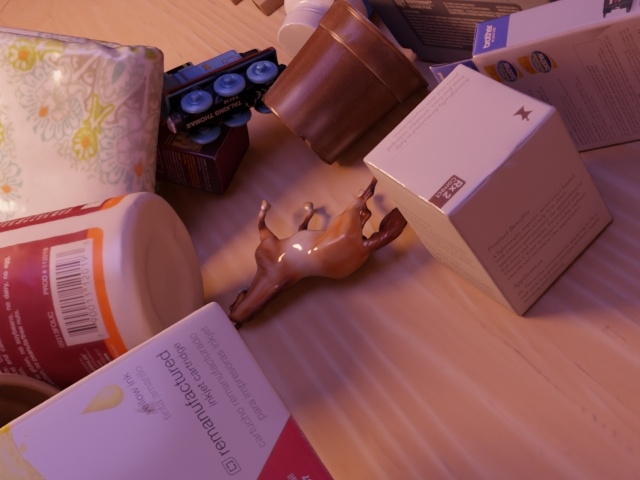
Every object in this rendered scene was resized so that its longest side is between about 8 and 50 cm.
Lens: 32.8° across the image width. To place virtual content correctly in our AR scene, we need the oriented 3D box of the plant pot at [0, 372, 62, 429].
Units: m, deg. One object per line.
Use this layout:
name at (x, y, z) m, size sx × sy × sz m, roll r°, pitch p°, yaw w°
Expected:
plant pot at (-0.389, 0.305, 1.206) m, size 0.229 × 0.263 × 0.263 m, roll -29°, pitch 39°, yaw 38°

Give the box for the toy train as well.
toy train at (-0.131, -0.202, 1.452) m, size 0.184 × 0.080 × 0.105 m, roll -27°, pitch 50°, yaw -16°

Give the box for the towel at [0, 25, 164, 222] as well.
towel at (-0.390, -0.120, 1.467) m, size 0.374 × 0.321 × 0.090 m, roll 11°, pitch 17°, yaw 19°

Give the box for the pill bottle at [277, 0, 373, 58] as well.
pill bottle at (0.022, -0.358, 1.559) m, size 0.124 × 0.124 × 0.222 m, roll 0°, pitch 55°, yaw 37°

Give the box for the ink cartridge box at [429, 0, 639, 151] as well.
ink cartridge box at (0.293, -0.177, 1.147) m, size 0.311 × 0.186 × 0.065 m, roll -12°, pitch 50°, yaw 29°

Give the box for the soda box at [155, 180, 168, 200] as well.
soda box at (-0.260, -0.080, 1.568) m, size 0.058 × 0.061 × 0.181 m, roll -15°, pitch 46°, yaw 25°

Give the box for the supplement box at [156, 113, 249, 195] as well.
supplement box at (-0.205, -0.143, 1.511) m, size 0.188 × 0.081 × 0.104 m, roll 14°, pitch 55°, yaw 15°

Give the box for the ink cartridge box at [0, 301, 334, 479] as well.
ink cartridge box at (-0.180, 0.281, 0.963) m, size 0.384 × 0.160 × 0.279 m, roll -31°, pitch 71°, yaw -12°

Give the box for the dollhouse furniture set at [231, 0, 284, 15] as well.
dollhouse furniture set at (-0.111, -0.457, 1.746) m, size 0.144 × 0.123 × 0.151 m, roll -39°, pitch 41°, yaw 1°

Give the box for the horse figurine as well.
horse figurine at (0.000, 0.000, 1.302) m, size 0.263 × 0.066 × 0.175 m, roll -15°, pitch 41°, yaw 29°

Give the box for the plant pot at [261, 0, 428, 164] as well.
plant pot at (0.023, -0.197, 1.399) m, size 0.165 × 0.167 × 0.167 m, roll -46°, pitch 40°, yaw 5°

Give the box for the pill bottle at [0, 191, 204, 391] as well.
pill bottle at (-0.359, 0.085, 1.326) m, size 0.392 × 0.224 × 0.224 m, roll -11°, pitch 48°, yaw 15°

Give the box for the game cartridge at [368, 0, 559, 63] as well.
game cartridge at (0.184, -0.285, 1.317) m, size 0.297 × 0.198 × 0.062 m, roll 16°, pitch 65°, yaw 44°

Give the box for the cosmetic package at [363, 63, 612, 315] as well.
cosmetic package at (0.175, -0.053, 1.126) m, size 0.151 × 0.184 × 0.151 m, roll -45°, pitch 41°, yaw -6°
